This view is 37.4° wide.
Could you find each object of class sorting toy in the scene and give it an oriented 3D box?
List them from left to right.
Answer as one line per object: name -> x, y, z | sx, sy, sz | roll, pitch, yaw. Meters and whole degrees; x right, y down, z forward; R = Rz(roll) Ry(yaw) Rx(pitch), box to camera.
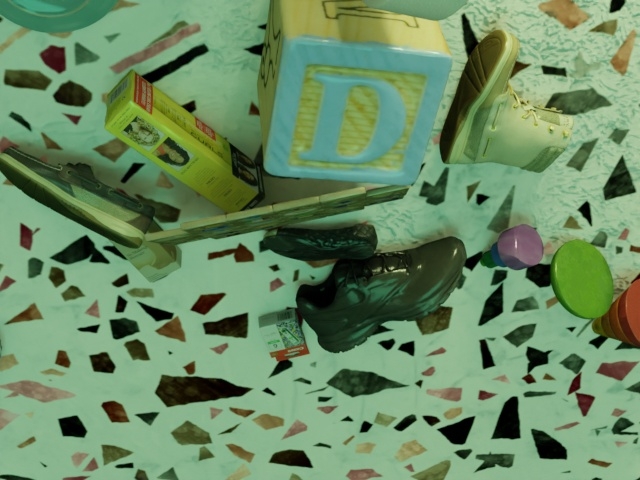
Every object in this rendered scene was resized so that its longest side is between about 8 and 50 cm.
sorting toy -> 0.403, 0.085, 1.526 | 0.365, 0.127, 0.126 | 26, 152, -23

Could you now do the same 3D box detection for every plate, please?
plate -> -0.323, -0.324, 1.107 | 0.188, 0.024, 0.188 | -3, 130, -4

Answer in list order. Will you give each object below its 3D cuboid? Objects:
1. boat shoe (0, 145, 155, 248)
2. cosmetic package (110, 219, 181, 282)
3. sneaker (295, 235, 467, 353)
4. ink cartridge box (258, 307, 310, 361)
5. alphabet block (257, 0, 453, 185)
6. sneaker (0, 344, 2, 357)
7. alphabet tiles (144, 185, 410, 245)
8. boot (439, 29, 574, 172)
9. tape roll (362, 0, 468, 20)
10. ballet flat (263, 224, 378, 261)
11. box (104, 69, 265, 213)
boat shoe -> -0.332, -0.070, 1.295 | 0.223, 0.073, 0.080 | 31, 159, -9
cosmetic package -> -0.259, 0.004, 1.385 | 0.060, 0.041, 0.115 | -27, 129, 15
sneaker -> 0.089, 0.068, 1.450 | 0.286, 0.109, 0.130 | -31, 121, 16
ink cartridge box -> -0.058, 0.166, 1.559 | 0.063, 0.029, 0.115 | -14, 130, 4
alphabet block -> 0.031, -0.202, 1.145 | 0.193, 0.197, 0.192 | 5, 130, -12
sneaker -> -0.570, 0.226, 1.508 | 0.085, 0.086, 0.237 | 18, 125, -19
alphabet tiles -> -0.052, -0.033, 1.269 | 0.342, 0.285, 0.011 | -12, 88, 2
boot -> 0.268, -0.181, 1.274 | 0.165, 0.077, 0.213 | 7, 134, -13
tape roll -> 0.115, -0.398, 0.862 | 0.072, 0.392, 0.392 | 8, 129, -12
ballet flat -> 0.000, 0.000, 1.424 | 0.173, 0.049, 0.057 | 2, 141, -1
box -> -0.178, -0.124, 1.259 | 0.232, 0.087, 0.058 | 36, 116, -30
